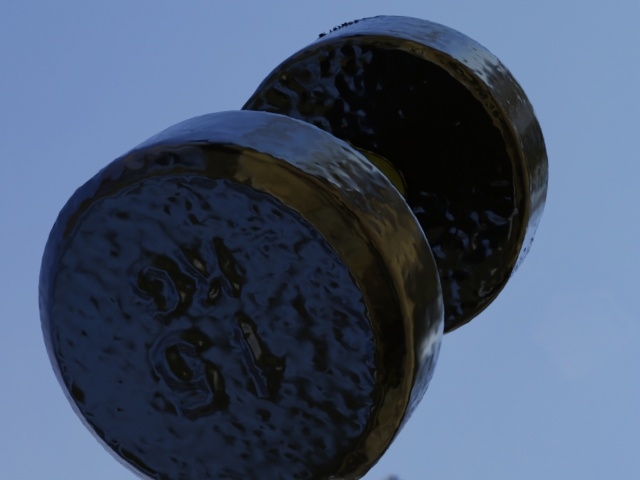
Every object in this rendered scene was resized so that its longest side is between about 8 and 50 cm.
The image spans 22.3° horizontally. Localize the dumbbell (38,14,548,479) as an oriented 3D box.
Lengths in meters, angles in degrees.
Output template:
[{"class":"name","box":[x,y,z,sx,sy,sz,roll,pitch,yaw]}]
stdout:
[{"class":"dumbbell","box":[0.000,0.000,0.927,0.322,0.203,0.204,-42,-55,-62]}]
